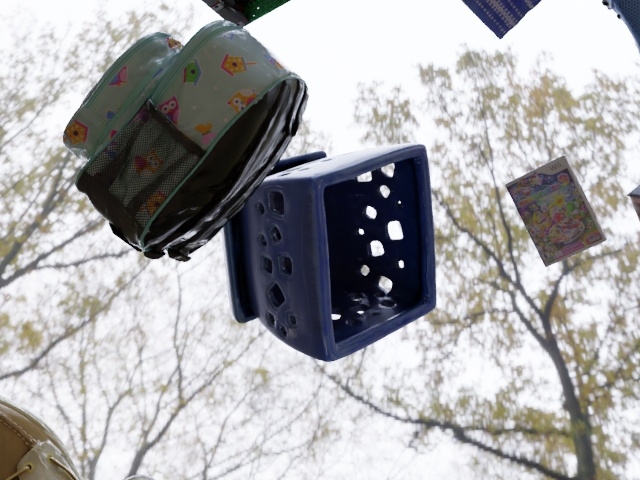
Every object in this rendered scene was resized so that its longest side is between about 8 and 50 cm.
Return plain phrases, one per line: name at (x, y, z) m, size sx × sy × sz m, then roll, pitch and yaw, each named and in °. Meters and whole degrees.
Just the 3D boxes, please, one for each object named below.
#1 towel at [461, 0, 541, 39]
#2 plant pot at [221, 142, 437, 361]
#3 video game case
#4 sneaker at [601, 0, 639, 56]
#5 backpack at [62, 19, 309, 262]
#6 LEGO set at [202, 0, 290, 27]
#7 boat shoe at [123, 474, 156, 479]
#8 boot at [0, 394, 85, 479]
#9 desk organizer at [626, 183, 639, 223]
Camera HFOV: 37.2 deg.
towel at (0.311, -0.442, 1.277) m, size 0.336 × 0.040 × 0.243 m, roll -39°, pitch -44°, yaw 19°
plant pot at (0.000, 0.000, 1.248) m, size 0.212 × 0.236 × 0.236 m, roll 8°, pitch -71°, yaw 41°
video game case at (0.303, -0.037, 1.228) m, size 0.087 × 0.011 × 0.122 m, roll -27°, pitch -95°, yaw 27°
sneaker at (0.341, -0.335, 1.133) m, size 0.147 × 0.130 × 0.330 m, roll -22°, pitch -87°, yaw 28°
backpack at (-0.104, -0.092, 0.788) m, size 0.188 × 0.166 × 0.144 m, roll -43°, pitch -100°, yaw 6°
LEGO set at (-0.052, -0.375, 0.907) m, size 0.331 × 0.255 × 0.192 m, roll -15°, pitch -27°, yaw 28°
boat shoe at (-0.274, 0.530, 1.563) m, size 0.105 × 0.089 × 0.285 m, roll -19°, pitch -76°, yaw -3°
boot at (-0.278, 0.270, 0.900) m, size 0.095 × 0.203 × 0.262 m, roll -35°, pitch -73°, yaw -2°
desk organizer at (0.457, -0.071, 1.207) m, size 0.130 × 0.047 × 0.050 m, roll -37°, pitch -63°, yaw -14°
